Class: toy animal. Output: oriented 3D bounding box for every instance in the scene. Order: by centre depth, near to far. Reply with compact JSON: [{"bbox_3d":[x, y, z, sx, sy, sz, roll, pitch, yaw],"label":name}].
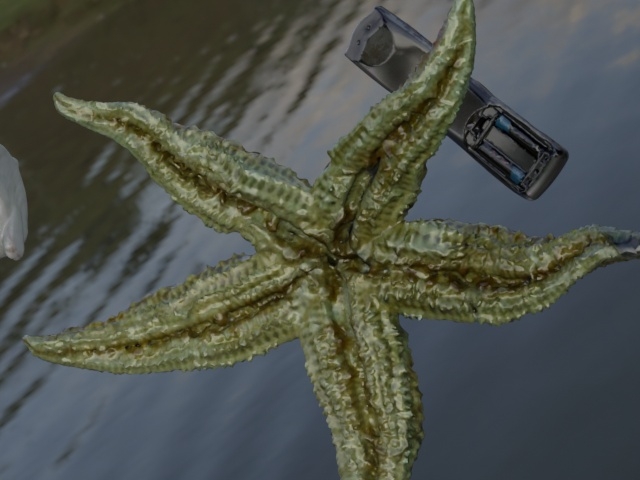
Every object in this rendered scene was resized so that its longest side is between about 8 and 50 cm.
[{"bbox_3d":[-0.433,-0.003,1.441,0.282,0.140,0.138,-27,31,-3],"label":"toy animal"}]

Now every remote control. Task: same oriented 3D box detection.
[{"bbox_3d":[0.111,-0.115,1.182,0.059,0.212,0.028,-57,-13,26],"label":"remote control"}]

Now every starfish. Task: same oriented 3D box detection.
[{"bbox_3d":[-0.001,-0.002,0.855,0.347,0.358,0.078,-50,-8,18],"label":"starfish"}]
